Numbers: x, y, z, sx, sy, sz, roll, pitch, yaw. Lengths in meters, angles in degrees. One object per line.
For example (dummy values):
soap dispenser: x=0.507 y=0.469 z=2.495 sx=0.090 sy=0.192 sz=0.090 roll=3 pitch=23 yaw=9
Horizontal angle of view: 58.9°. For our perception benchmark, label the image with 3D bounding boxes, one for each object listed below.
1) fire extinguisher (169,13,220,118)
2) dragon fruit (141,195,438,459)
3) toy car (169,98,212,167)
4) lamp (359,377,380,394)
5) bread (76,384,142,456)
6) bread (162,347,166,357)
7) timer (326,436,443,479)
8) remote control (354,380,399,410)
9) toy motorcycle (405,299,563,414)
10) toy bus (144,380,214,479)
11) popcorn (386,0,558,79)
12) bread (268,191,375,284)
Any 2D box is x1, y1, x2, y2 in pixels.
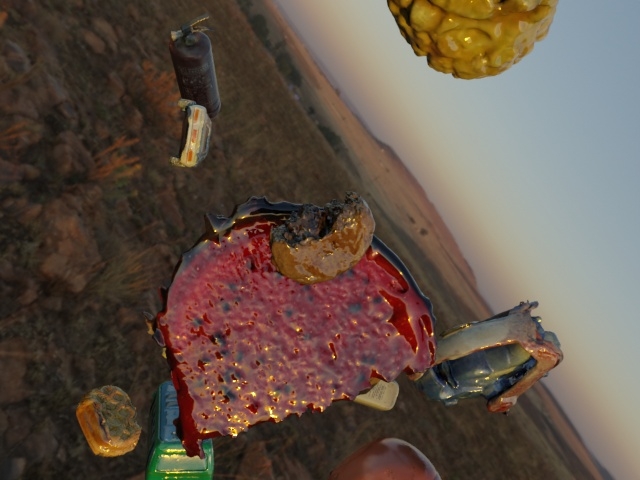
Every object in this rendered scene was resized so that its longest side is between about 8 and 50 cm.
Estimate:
fire extinguisher: x=-0.286 y=-0.401 z=1.307 sx=0.105 sy=0.104 sz=0.269 roll=60 pitch=-16 yaw=24
dragon fruit: x=-0.039 y=0.078 z=0.707 sx=0.100 sy=0.343 sz=0.282 roll=-152 pitch=-131 yaw=-76
toy car: x=-0.197 y=-0.160 z=0.870 sx=0.056 sy=0.095 sz=0.205 roll=9 pitch=7 yaw=-12
lamp: x=0.069 y=0.227 z=1.169 sx=0.161 sy=0.185 sz=0.161 roll=26 pitch=32 yaw=-18
bread: x=-0.313 y=0.268 z=0.847 sx=0.083 sy=0.044 sz=0.111 roll=5 pitch=44 yaw=-54
bread: x=-0.235 y=0.287 z=1.334 sx=0.361 sy=0.138 sz=0.077 roll=66 pitch=9 yaw=-56
timer: x=0.126 y=0.497 z=1.065 sx=0.215 sy=0.229 sz=0.229 roll=55 pitch=10 yaw=14
remote control: x=0.076 y=0.356 z=1.426 sx=0.309 sy=0.090 sz=0.038 roll=25 pitch=-12 yaw=-28
toy motorcycle: x=0.310 y=0.228 z=1.144 sx=0.241 sy=0.319 sz=0.182 roll=46 pitch=26 yaw=-20
toy bus: x=-0.408 y=0.557 z=1.644 sx=0.183 sy=0.199 sz=0.343 roll=5 pitch=20 yaw=-18
popcorn: x=0.196 y=-0.343 z=0.722 sx=0.258 sy=0.224 sz=0.270 roll=-41 pitch=130 yaw=-62
bread: x=0.000 y=0.000 z=0.587 sx=0.060 sy=0.113 sz=0.082 roll=52 pitch=-20 yaw=45
